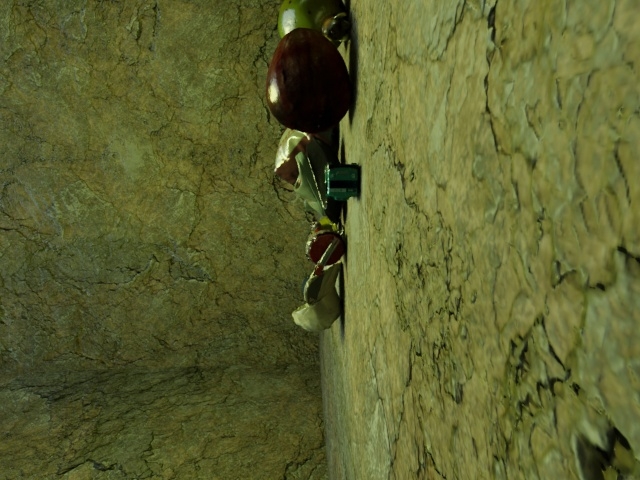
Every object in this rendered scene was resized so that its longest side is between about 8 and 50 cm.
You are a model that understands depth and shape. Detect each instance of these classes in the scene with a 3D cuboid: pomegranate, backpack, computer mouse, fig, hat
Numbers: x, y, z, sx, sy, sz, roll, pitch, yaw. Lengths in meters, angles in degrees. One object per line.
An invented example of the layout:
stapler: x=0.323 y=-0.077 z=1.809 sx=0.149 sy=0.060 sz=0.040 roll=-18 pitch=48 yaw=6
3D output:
pomegranate: x=-0.013 y=-0.609 z=1.122 sx=0.246 sy=0.198 sz=0.199 roll=-142 pitch=49 yaw=-70
backpack: x=-0.048 y=-0.398 z=1.592 sx=0.283 sy=0.197 sz=0.317 roll=-39 pitch=27 yaw=35
computer mouse: x=0.031 y=-0.199 z=1.312 sx=0.168 sy=0.087 sz=0.296 roll=36 pitch=-142 yaw=-72
fig: x=-0.036 y=-0.407 z=1.052 sx=0.224 sy=0.223 sz=0.263 roll=-96 pitch=-6 yaw=-65
hat: x=0.011 y=0.196 z=1.446 sx=0.232 sy=0.160 sz=0.275 roll=-104 pitch=36 yaw=-86
hat: x=0.002 y=0.003 z=1.337 sx=0.227 sy=0.128 sz=0.140 roll=-113 pitch=31 yaw=-63

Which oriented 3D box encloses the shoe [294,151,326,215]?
shoe: x=-0.043 y=-0.180 z=1.391 sx=0.103 sy=0.100 sz=0.251 roll=-89 pitch=-22 yaw=-57

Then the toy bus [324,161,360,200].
toy bus: x=0.050 y=-0.144 z=1.004 sx=0.160 sy=0.079 sz=0.092 roll=-113 pitch=22 yaw=-85

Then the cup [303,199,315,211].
cup: x=-0.017 y=-0.207 z=1.951 sx=0.095 sy=0.129 sz=0.128 roll=-95 pitch=4 yaw=-47

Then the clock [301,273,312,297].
clock: x=-0.010 y=0.232 z=1.935 sx=0.243 sy=0.146 sz=0.200 roll=168 pitch=97 yaw=-80

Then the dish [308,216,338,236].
dish: x=0.009 y=-0.003 z=1.477 sx=0.149 sy=0.080 sz=0.208 roll=61 pitch=163 yaw=20

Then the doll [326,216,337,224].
doll: x=0.046 y=-0.086 z=1.512 sx=0.076 sy=0.050 sz=0.083 roll=85 pitch=-179 yaw=-59
